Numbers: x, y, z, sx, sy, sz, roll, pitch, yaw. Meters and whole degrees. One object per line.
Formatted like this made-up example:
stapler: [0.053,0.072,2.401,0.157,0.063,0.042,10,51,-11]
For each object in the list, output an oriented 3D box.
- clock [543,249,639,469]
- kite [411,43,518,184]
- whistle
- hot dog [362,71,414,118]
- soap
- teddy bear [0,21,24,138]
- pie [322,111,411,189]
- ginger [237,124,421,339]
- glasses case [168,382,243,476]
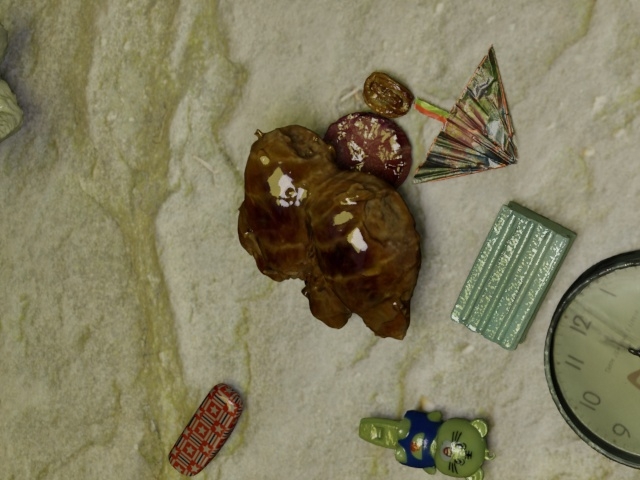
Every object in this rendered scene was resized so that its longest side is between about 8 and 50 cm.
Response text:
clock: [0.479,0.173,1.481,0.325,0.067,0.324,5,103,24]
kite: [0.222,-0.173,1.558,0.183,0.014,0.241,30,108,16]
whistle: [0.166,0.315,1.643,0.228,0.085,0.105,8,94,24]
hot dog: [0.100,-0.222,1.594,0.083,0.035,0.058,35,109,15]
soap: [0.284,0.054,1.548,0.115,0.063,0.198,30,111,18]
teddy bear: [-0.689,-0.297,1.793,0.327,0.375,0.362,-30,101,14]
pie: [0.068,-0.128,1.627,0.155,0.036,0.154,5,102,24]
ginger: [0.009,0.005,1.591,0.358,0.152,0.274,35,124,11]
glasses case: [-0.197,0.335,1.834,0.073,0.049,0.194,39,114,12]
